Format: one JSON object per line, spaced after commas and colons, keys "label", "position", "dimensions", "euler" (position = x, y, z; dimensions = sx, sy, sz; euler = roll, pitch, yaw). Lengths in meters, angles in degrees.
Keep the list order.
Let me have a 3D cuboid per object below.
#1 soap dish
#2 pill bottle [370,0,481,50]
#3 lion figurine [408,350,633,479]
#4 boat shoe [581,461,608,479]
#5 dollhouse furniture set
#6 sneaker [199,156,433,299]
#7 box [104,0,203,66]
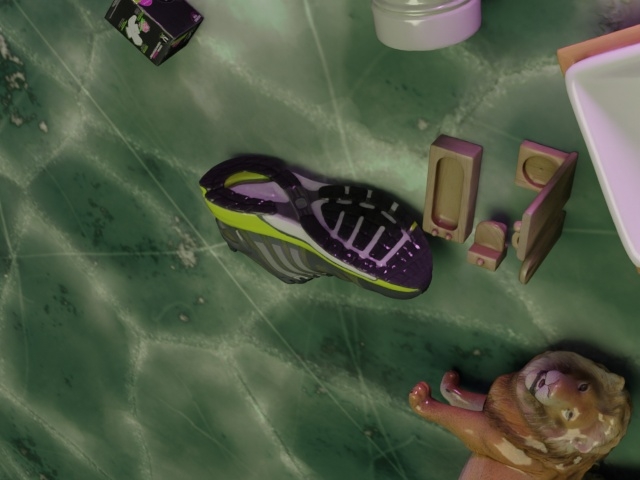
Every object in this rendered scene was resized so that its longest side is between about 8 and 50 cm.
{"label": "soap dish", "position": [0.375, -0.103, 1.099], "dimensions": [0.291, 0.118, 0.229], "euler": [-13, 106, 40]}
{"label": "pill bottle", "position": [0.088, -0.297, 1.160], "dimensions": [0.131, 0.131, 0.229], "euler": [11, 127, 29]}
{"label": "lion figurine", "position": [0.194, 0.293, 1.450], "dimensions": [0.240, 0.142, 0.392], "euler": [23, 103, 32]}
{"label": "boat shoe", "position": [0.348, 0.312, 1.480], "dimensions": [0.285, 0.089, 0.104], "euler": [12, 154, 31]}
{"label": "dollhouse furniture set", "position": [0.162, -0.024, 1.318], "dimensions": [0.151, 0.123, 0.144], "euler": [20, 131, 22]}
{"label": "sneaker", "position": [0.000, 0.000, 1.475], "dimensions": [0.300, 0.111, 0.121], "euler": [25, 146, 28]}
{"label": "box", "position": [-0.186, -0.249, 1.436], "dimensions": [0.083, 0.062, 0.052], "euler": [44, 134, 0]}
